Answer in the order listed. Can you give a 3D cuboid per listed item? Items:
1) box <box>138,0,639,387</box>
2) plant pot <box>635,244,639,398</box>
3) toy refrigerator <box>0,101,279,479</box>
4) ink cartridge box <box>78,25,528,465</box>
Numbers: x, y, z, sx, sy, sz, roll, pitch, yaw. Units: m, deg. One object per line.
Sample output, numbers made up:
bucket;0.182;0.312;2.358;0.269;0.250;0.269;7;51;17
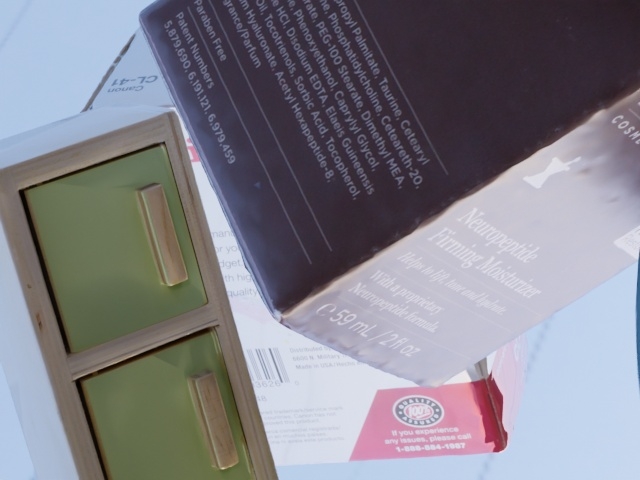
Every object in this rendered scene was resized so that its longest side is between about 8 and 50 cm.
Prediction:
box;0.064;-0.066;0.881;0.168;0.203;0.167;27;-146;-59
plant pot;0.198;0.030;0.490;0.271;0.255;0.272;4;-128;-5
toy refrigerator;-0.094;0.075;1.002;0.102;0.094;0.270;-20;-76;-22
ink cartridge box;0.000;0.000;1.358;0.131;0.226;0.306;-67;-33;-52
